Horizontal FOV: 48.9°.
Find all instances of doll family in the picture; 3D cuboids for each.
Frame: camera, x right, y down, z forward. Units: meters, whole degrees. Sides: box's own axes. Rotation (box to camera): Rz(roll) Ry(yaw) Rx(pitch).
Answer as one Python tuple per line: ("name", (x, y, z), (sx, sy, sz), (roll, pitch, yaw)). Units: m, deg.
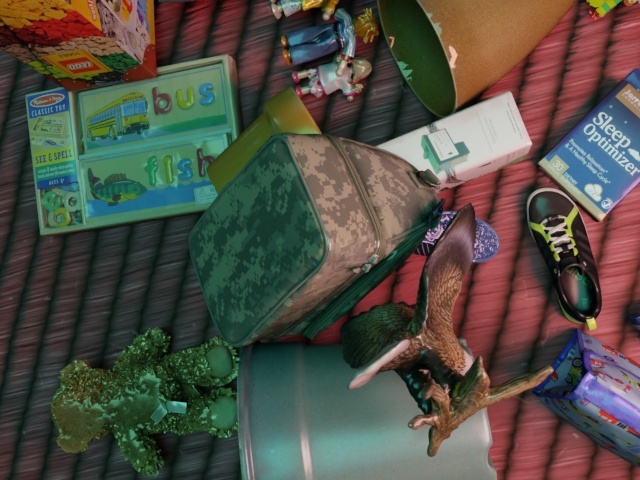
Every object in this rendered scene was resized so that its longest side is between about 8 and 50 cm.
("doll family", (0.010, -0.370, 1.187), (0.163, 0.118, 0.263), (-14, 85, 11))

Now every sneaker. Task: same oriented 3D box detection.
("sneaker", (0.175, -0.013, 1.165), (0.232, 0.090, 0.082), (11, 89, -9))
("sneaker", (0.393, 0.023, 1.101), (0.084, 0.097, 0.235), (-21, 84, 10))

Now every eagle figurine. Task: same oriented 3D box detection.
("eagle figurine", (0.135, 0.112, 0.906), (0.226, 0.225, 0.298), (-13, 45, 1))

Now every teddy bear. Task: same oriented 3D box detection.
("teddy bear", (-0.295, 0.278, 1.246), (0.337, 0.113, 0.245), (-27, 90, 2))

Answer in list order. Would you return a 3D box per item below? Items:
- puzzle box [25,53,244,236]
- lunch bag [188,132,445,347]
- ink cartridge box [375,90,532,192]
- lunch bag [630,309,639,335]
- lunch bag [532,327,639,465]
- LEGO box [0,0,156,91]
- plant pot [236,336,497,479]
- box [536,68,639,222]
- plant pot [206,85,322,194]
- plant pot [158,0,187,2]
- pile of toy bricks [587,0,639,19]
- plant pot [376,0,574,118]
("puzzle box", (-0.335, -0.169, 1.288), (0.408, 0.052, 0.272), (-9, 85, 12))
("lunch bag", (0.000, 0.000, 1.003), (0.305, 0.256, 0.213), (-46, 62, 39))
("ink cartridge box", (0.208, -0.138, 1.116), (0.219, 0.160, 0.093), (-22, 83, 11))
("lunch bag", (0.534, 0.116, 1.083), (0.098, 0.067, 0.065), (-32, 82, 8))
("lunch bag", (0.438, 0.249, 0.983), (0.220, 0.293, 0.138), (33, 95, 11))
("LEGO box", (-0.437, -0.550, 1.136), (0.193, 0.372, 0.501), (-6, 81, 12))
("plant pot", (0.074, 0.291, 1.059), (0.333, 0.341, 0.342), (-9, 86, 4))
("box", (0.476, -0.156, 1.124), (0.225, 0.036, 0.136), (-46, 80, 6))
("plant pot", (-0.072, -0.113, 1.142), (0.187, 0.205, 0.205), (-32, 82, 4))
("plant pot", (-0.171, -0.544, 1.176), (0.195, 0.290, 0.291), (-1, 87, -17))
("pile of toy bricks", (0.466, -0.399, 1.110), (0.212, 0.118, 0.105), (50, 130, 1))
("plant pot", (0.254, -0.354, 1.101), (0.254, 0.237, 0.237), (-29, 82, -6))
